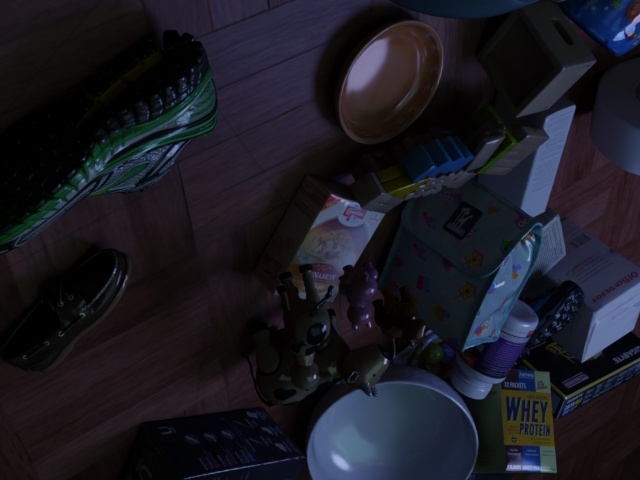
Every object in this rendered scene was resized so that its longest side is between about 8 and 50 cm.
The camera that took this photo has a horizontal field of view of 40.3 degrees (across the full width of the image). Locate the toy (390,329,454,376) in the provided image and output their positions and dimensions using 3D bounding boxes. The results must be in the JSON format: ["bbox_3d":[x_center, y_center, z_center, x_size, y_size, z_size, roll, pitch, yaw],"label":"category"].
[{"bbox_3d":[0.226,0.259,1.847,0.237,0.056,0.136,-30,141,-20],"label":"toy"}]

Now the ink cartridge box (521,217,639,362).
[{"bbox_3d":[0.545,0.105,1.868,0.171,0.233,0.168,-27,138,-23],"label":"ink cartridge box"}]

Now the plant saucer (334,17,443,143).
[{"bbox_3d":[0.097,-0.239,1.295,0.200,0.037,0.200,-26,139,-25],"label":"plant saucer"}]

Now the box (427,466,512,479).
[{"bbox_3d":[0.295,0.517,2.043,0.343,0.179,0.312,-16,132,-33],"label":"box"}]

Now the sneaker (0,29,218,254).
[{"bbox_3d":[-0.253,-0.088,1.016,0.344,0.134,0.146,-37,142,-13],"label":"sneaker"}]

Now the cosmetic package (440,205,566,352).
[{"bbox_3d":[0.333,0.060,1.726,0.309,0.113,0.160,-40,143,-8],"label":"cosmetic package"}]

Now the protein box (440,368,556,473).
[{"bbox_3d":[0.362,0.377,1.797,0.136,0.201,0.200,9,161,-28],"label":"protein box"}]

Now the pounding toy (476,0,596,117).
[{"bbox_3d":[0.343,-0.329,1.351,0.094,0.181,0.206,-18,161,-34],"label":"pounding toy"}]

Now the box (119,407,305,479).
[{"bbox_3d":[-0.189,0.405,1.508,0.270,0.143,0.165,4,118,-45],"label":"box"}]

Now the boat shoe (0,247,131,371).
[{"bbox_3d":[-0.335,0.091,1.147,0.207,0.073,0.073,-51,144,4],"label":"boat shoe"}]

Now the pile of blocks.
[{"bbox_3d":[0.195,-0.154,1.386,0.362,0.112,0.149,-19,158,-28],"label":"pile of blocks"}]

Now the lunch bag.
[{"bbox_3d":[0.244,0.024,1.517,0.160,0.223,0.262,-11,129,-44],"label":"lunch bag"}]

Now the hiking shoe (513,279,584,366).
[{"bbox_3d":[0.409,0.159,1.791,0.113,0.132,0.304,-16,154,-41],"label":"hiking shoe"}]

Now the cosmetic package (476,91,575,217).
[{"bbox_3d":[0.360,-0.157,1.554,0.086,0.117,0.231,-23,138,-29],"label":"cosmetic package"}]

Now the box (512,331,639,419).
[{"bbox_3d":[0.556,0.246,1.987,0.322,0.257,0.079,-16,132,-33],"label":"box"}]

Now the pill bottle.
[{"bbox_3d":[0.325,0.204,1.666,0.108,0.108,0.193,0,123,-44],"label":"pill bottle"}]

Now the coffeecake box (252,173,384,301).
[{"bbox_3d":[0.000,0.000,1.390,0.142,0.068,0.185,11,114,-47],"label":"coffeecake box"}]

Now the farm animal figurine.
[{"bbox_3d":[0.010,0.178,1.387,0.327,0.172,0.330,-32,152,34],"label":"farm animal figurine"}]

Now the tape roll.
[{"bbox_3d":[0.657,-0.232,1.634,0.286,0.286,0.100,-27,137,-24],"label":"tape roll"}]

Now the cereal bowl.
[{"bbox_3d":[0.135,0.383,1.743,0.339,0.141,0.338,-1,114,-3],"label":"cereal bowl"}]

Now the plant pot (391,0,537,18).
[{"bbox_3d":[0.222,-0.408,1.134,0.290,0.195,0.290,-26,138,-26],"label":"plant pot"}]

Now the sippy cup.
[{"bbox_3d":[0.489,-0.423,1.371,0.305,0.240,0.224,29,113,-30],"label":"sippy cup"}]
